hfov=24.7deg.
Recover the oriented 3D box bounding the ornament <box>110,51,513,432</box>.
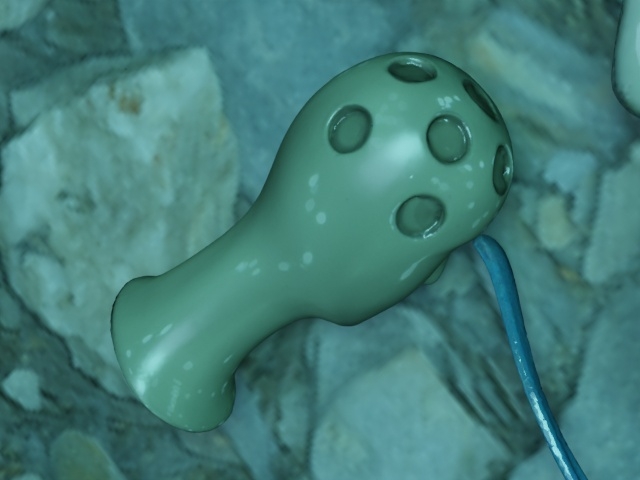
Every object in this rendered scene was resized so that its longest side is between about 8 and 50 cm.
[{"bbox_3d":[0.000,0.000,0.506,0.081,0.075,0.156,39,117,-22],"label":"ornament"}]

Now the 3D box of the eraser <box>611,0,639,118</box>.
[{"bbox_3d":[0.152,-0.202,0.396,0.089,0.061,0.352,13,105,23],"label":"eraser"}]

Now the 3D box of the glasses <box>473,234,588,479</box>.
[{"bbox_3d":[0.168,0.048,0.460,0.189,0.088,0.221,-44,62,26],"label":"glasses"}]
